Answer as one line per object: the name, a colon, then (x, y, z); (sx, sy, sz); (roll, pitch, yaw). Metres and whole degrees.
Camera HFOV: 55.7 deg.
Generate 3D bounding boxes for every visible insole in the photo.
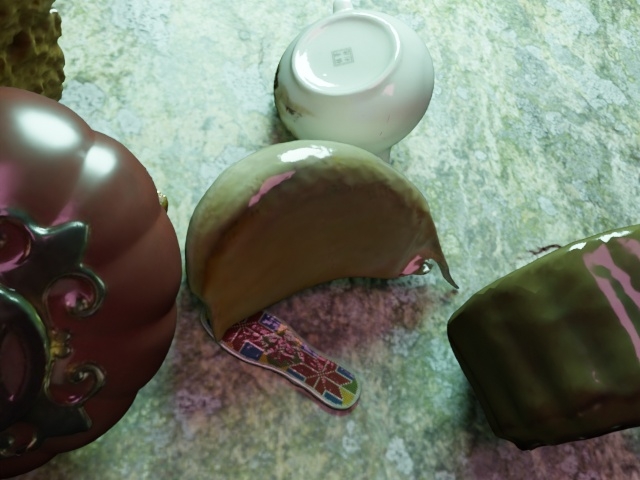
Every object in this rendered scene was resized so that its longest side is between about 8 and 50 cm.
insole: (-0.041, 0.119, 0.647); (0.194, 0.006, 0.065); (32, 57, 0)

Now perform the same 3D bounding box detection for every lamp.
lamp: (-0.258, 0.033, 0.456); (0.304, 0.302, 0.257); (-1, 21, -20)

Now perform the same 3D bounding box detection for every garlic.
garlic: (0.009, -0.015, 0.683); (0.339, 0.151, 0.196); (-9, 100, -28)

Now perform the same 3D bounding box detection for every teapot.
teapot: (0.044, -0.205, 0.782); (0.205, 0.139, 0.297); (-6, 63, 13)

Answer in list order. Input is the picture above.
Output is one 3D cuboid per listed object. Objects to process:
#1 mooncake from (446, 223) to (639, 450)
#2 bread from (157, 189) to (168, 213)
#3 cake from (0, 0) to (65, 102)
mooncake: (0.288, 0.103, 0.614); (0.291, 0.290, 0.161); (-9, 67, -24)
bread: (-0.211, -0.027, 0.628); (0.077, 0.070, 0.083); (40, 54, 3)
cake: (-0.422, -0.215, 0.541); (0.290, 0.282, 0.255); (31, 50, 4)
